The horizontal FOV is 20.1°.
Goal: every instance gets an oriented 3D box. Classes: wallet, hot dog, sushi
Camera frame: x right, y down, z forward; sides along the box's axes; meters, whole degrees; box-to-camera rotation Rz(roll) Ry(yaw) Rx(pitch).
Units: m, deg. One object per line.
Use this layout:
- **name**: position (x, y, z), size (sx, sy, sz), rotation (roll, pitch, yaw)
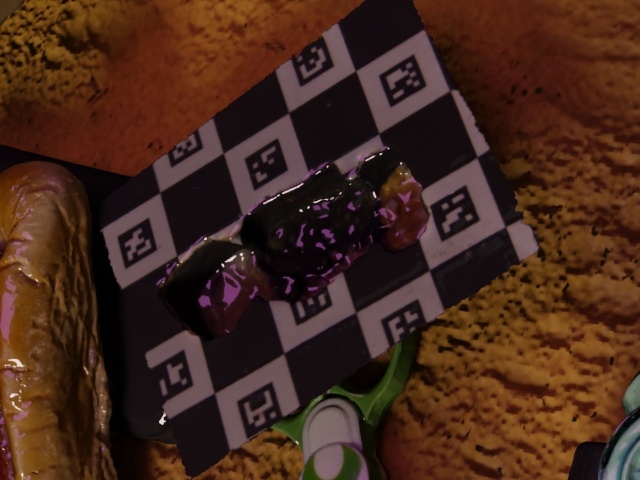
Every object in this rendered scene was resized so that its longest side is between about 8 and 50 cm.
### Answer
- **wallet**: position (-0.144, 0.027, 1.061), size (0.250, 0.044, 0.149), rotation (15, 85, 38)
- **hot dog**: position (-0.162, 0.078, 0.990), size (0.084, 0.073, 0.242), rotation (-6, 89, 39)
- **sushi**: position (0.000, 0.000, 0.942), size (0.215, 0.050, 0.192), rotation (-35, 53, 14)

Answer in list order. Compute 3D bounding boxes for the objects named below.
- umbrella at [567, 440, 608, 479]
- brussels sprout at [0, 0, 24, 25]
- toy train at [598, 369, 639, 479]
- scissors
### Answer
- **umbrella**: position (0.101, 0.199, 0.806), size (0.080, 0.071, 0.224), rotation (17, 75, -1)
- **brussels sprout**: position (-0.314, -0.234, 1.136), size (0.354, 0.281, 0.289), rotation (31, 93, 29)
- **toy train**: position (0.245, 0.127, 0.698), size (0.194, 0.120, 0.298), rotation (-41, 54, 11)
- **scissors**: position (0.011, 0.124, 0.921), size (0.101, 0.027, 0.204), rotation (-22, 60, 29)
